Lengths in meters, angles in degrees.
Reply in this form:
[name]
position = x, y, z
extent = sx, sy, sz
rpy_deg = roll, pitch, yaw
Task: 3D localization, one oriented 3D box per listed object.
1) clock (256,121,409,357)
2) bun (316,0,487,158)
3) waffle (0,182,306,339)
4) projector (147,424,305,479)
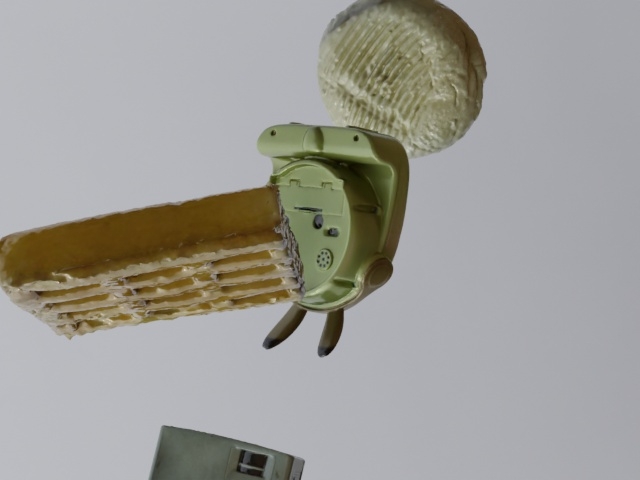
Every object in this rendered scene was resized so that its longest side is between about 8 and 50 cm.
[clock]
position = 0.000, 0.000, 1.953
extent = 0.069, 0.170, 0.232
rpy_deg = 9, -93, -49
[bun]
position = 0.111, -0.214, 2.434
extent = 0.220, 0.220, 0.134
rpy_deg = 62, -150, -2
[waffle]
position = -0.129, 0.021, 1.558
extent = 0.248, 0.221, 0.055
rpy_deg = 74, -173, -78
[projector]
position = -0.099, 0.256, 1.964
extent = 0.061, 0.147, 0.115
rpy_deg = 28, -106, -71
